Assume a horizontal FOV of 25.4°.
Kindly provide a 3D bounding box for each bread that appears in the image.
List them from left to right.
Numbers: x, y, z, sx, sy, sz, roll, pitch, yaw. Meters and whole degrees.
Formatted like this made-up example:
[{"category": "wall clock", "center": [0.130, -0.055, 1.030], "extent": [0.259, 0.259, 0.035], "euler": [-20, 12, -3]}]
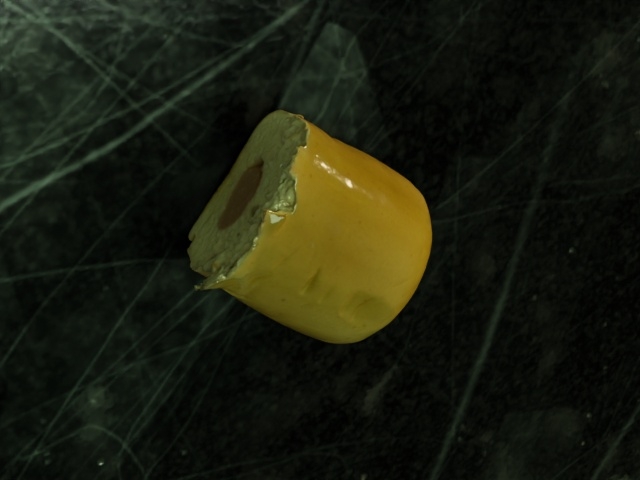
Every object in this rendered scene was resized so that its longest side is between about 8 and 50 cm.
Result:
[{"category": "bread", "center": [0.001, 0.000, 0.966], "extent": [0.173, 0.085, 0.134], "euler": [25, 99, -40]}]
